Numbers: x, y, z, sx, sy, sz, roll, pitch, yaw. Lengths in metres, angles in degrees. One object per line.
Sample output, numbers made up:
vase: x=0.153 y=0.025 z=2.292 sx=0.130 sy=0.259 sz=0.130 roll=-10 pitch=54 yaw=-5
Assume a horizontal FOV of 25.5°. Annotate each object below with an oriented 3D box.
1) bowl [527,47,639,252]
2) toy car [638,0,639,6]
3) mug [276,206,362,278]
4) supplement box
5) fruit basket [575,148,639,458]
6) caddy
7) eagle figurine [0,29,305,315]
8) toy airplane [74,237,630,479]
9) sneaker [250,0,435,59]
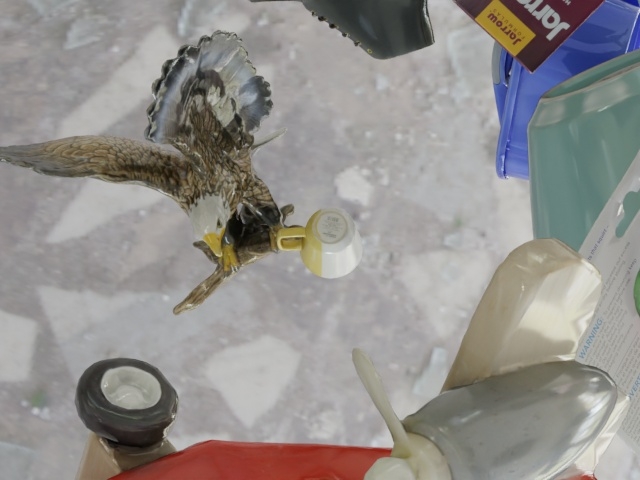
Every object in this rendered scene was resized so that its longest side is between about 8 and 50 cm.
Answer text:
bowl: x=0.353 y=-0.118 z=1.571 sx=0.311 sy=0.311 sz=0.163 roll=-29 pitch=99 yaw=-27
toy car: x=0.394 y=-0.143 z=1.112 sx=0.219 sy=0.210 sz=0.238 roll=-17 pitch=100 yaw=2
mug: x=0.004 y=0.002 z=1.367 sx=0.078 sy=0.064 sz=0.062 roll=-31 pitch=73 yaw=-9
supplement box: x=0.217 y=-0.257 z=1.271 sx=0.104 sy=0.081 sz=0.188 roll=40 pitch=108 yaw=-13
fruit basket: x=0.343 y=0.053 z=1.250 sx=0.353 sy=0.165 sz=0.327 roll=41 pitch=71 yaw=-28
caddy: x=0.310 y=-0.226 z=1.835 sx=0.241 sy=0.179 sz=0.341 roll=-58 pitch=160 yaw=-48
eagle figurine: x=-0.130 y=-0.072 z=1.365 sx=0.226 sy=0.225 sz=0.298 roll=-53 pitch=126 yaw=-11
toy airplane: x=0.044 y=0.209 z=0.810 sx=0.384 sy=0.272 sz=0.386 roll=-31 pitch=131 yaw=7
sneaker: x=0.015 y=-0.256 z=1.573 sx=0.083 sy=0.222 sz=0.118 roll=-50 pitch=133 yaw=-54
